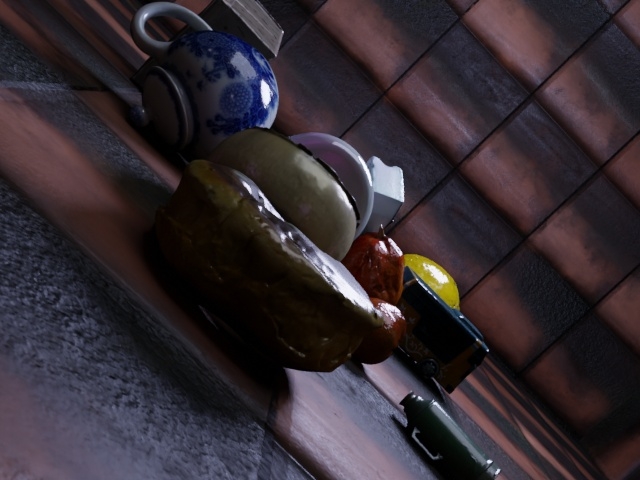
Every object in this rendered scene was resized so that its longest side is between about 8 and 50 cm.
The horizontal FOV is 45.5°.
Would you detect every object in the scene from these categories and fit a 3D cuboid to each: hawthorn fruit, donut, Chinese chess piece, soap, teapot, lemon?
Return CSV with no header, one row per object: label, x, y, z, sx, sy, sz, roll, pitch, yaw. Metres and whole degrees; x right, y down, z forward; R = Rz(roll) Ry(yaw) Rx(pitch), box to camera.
hawthorn fruit,0.090,0.156,1.359,0.128,0.128,0.128,45,7,-7
hawthorn fruit,0.104,0.077,1.638,0.173,0.179,0.173,51,7,-9
donut,-0.080,0.038,0.971,0.330,0.160,0.330,43,-4,4
Chinese chess piece,-0.069,-0.055,1.224,0.270,0.112,0.270,32,-25,17
soap,0.089,-0.059,1.722,0.091,0.230,0.145,22,47,-19
teapot,-0.233,-0.265,1.447,0.424,0.280,0.252,65,-30,6
lemon,0.250,0.146,1.990,0.260,0.204,0.204,42,7,0

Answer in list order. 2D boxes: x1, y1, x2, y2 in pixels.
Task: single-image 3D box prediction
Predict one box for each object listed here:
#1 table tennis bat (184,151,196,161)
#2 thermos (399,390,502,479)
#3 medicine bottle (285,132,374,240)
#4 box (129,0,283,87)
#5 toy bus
table tennis bat,-0.272,-0.199,1.600,0.237,0.038,0.149,46,12,-17
thermos,0.198,0.328,1.238,0.188,0.083,0.073,47,-15,18
medicine bottle,-0.031,-0.101,1.590,0.241,0.241,0.302,44,-2,-11
box,-0.260,-0.439,1.810,0.190,0.297,0.225,46,22,-20
toy bus,0.246,0.206,1.770,0.275,0.167,0.138,45,7,-11
